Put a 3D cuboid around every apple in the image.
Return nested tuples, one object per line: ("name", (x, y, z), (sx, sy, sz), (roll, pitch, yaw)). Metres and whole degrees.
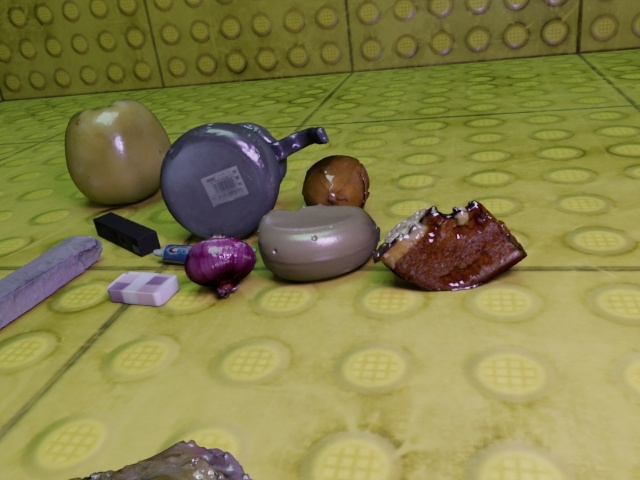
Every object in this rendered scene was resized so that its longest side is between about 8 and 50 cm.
("apple", (-0.487, -0.211, 1.415), (0.262, 0.262, 0.262), (-6, 24, 3))

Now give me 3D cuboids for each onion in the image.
("onion", (-0.157, 0.041, 0.937), (0.115, 0.115, 0.104), (-11, 69, -9))

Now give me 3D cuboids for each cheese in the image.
("cheese", (0.000, 0.000, 0.977), (0.203, 0.091, 0.175), (-4, 24, 3))

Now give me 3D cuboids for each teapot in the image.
("teapot", (-0.152, -0.169, 1.187), (0.223, 0.305, 0.285), (38, 19, -6))

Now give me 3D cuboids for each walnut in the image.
("walnut", (0.030, -0.099, 1.129), (0.137, 0.137, 0.245), (-7, 12, 1))

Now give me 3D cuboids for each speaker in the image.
("speaker", (-0.392, -0.014, 1.177), (0.046, 0.040, 0.191), (-29, 33, -36))

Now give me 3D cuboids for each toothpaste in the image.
("toothpaste", (-0.211, 0.027, 1.045), (0.197, 0.034, 0.057), (3, 42, 18))

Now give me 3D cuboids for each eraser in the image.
("eraser", (-0.290, 0.078, 0.962), (0.105, 0.026, 0.065), (2, 29, 19))

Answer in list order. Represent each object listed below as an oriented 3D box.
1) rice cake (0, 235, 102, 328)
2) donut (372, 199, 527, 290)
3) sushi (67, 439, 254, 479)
("rice cake", (-0.496, 0.082, 0.973), (0.073, 0.056, 0.365), (7, 28, 17))
("donut", (0.189, 0.007, 0.894), (0.187, 0.144, 0.126), (-34, 13, 15))
("sushi", (-0.154, 0.240, 0.481), (0.241, 0.107, 0.161), (4, 23, 24))
